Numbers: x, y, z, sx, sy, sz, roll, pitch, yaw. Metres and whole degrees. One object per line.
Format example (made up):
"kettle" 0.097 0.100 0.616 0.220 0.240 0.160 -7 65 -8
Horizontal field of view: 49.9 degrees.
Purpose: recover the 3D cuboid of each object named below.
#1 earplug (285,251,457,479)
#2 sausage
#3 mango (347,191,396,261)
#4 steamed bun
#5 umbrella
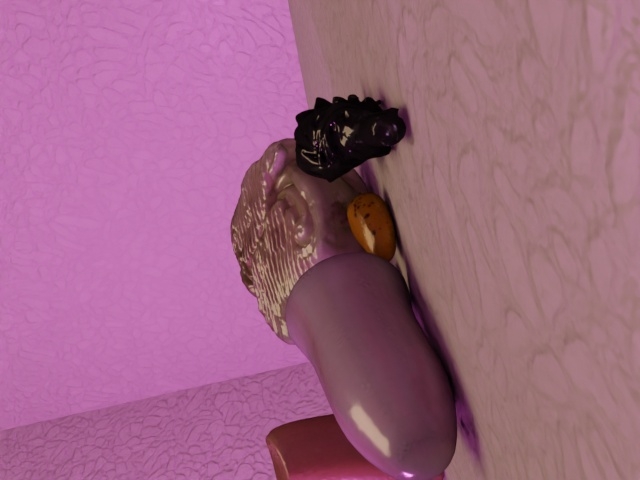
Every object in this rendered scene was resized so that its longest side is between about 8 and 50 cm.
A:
"earplug" 0.070 0.153 0.793 0.301 0.173 0.172 -118 15 -62
"sausage" 0.046 0.316 1.019 0.123 0.253 0.123 172 90 -87
"mango" 0.072 -0.017 0.942 0.078 0.057 0.114 91 165 -53
"steamed bun" -0.004 -0.007 1.180 0.309 0.220 0.324 59 142 37
"umbrella" 0.037 -0.126 0.823 0.340 0.118 0.118 -153 49 -76
